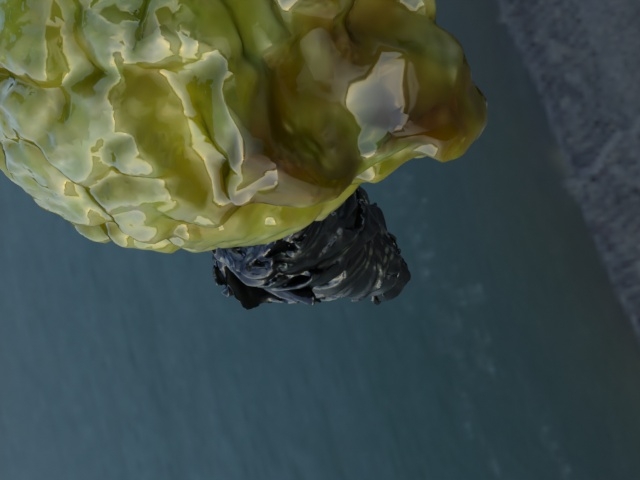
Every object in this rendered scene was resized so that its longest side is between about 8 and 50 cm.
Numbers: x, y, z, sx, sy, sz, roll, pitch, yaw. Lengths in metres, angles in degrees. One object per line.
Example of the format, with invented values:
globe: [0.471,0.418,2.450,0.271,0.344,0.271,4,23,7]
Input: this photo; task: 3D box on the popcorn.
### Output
popcorn: [-0.043,-0.096,0.789,0.237,0.252,0.205,69,-149,-59]

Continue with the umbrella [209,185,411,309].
umbrella: [0.005,-0.011,1.410,0.128,0.337,0.154,38,107,23]
